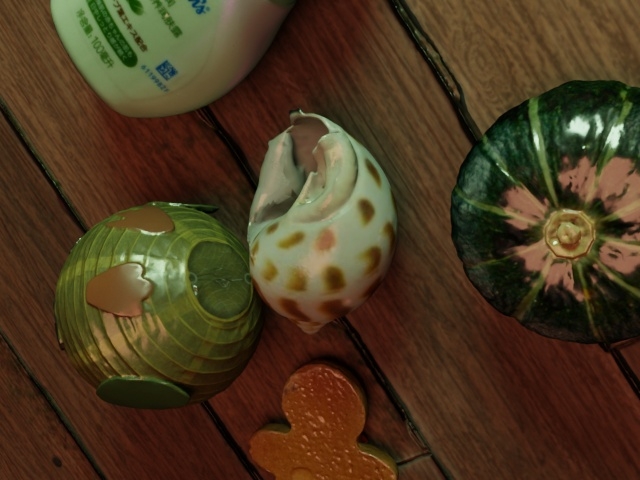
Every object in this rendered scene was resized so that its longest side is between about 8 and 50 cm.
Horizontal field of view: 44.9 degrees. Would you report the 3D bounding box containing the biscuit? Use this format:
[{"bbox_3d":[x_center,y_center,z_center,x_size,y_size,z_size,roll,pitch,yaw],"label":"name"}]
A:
[{"bbox_3d":[0.006,0.302,1.025,0.205,0.049,0.324,5,110,20],"label":"biscuit"}]

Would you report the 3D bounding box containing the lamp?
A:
[{"bbox_3d":[-0.202,0.084,0.932,0.284,0.250,0.250,-26,97,43],"label":"lamp"}]

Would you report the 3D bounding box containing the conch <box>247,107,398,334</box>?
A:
[{"bbox_3d":[0.000,0.000,0.863,0.148,0.183,0.275,13,123,-28],"label":"conch"}]

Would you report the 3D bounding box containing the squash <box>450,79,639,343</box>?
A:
[{"bbox_3d":[0.252,-0.023,0.739,0.252,0.165,0.252,8,109,24],"label":"squash"}]

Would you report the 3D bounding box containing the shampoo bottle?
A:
[{"bbox_3d":[-0.110,-0.281,0.809,0.349,0.151,0.222,-26,95,27],"label":"shampoo bottle"}]
